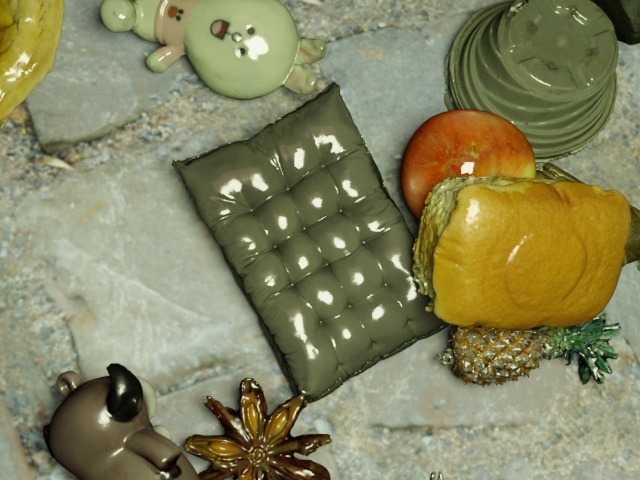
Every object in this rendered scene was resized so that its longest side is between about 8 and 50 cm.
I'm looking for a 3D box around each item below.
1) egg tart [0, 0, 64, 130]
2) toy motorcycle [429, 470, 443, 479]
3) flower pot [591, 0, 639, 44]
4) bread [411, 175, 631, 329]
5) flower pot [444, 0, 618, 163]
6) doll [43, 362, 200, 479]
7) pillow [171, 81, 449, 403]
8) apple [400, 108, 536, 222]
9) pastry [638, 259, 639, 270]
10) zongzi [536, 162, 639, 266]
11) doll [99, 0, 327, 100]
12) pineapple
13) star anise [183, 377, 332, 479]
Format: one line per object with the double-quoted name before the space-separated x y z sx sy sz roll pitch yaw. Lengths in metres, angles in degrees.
"egg tart" -0.493 -0.263 1.077 0.387 0.169 0.388 2 79 -9
"toy motorcycle" 0.052 0.439 0.990 0.207 0.134 0.401 17 77 -2
"flower pot" 0.422 -0.394 1.150 0.251 0.379 0.379 -40 84 7
"bread" 0.223 0.009 1.027 0.245 0.121 0.174 4 116 -22
"flower pot" 0.282 -0.225 1.164 0.235 0.140 0.236 1 75 -5
"doll" -0.204 0.248 0.999 0.117 0.182 0.257 -16 69 -52
"pillow" 0.000 0.000 1.105 0.228 0.101 0.326 -28 80 -9
"apple" 0.175 -0.080 1.115 0.163 0.139 0.164 -10 121 -18
"pastry" 0.478 0.038 1.166 0.140 0.056 0.080 -11 67 -6
"zongzi" 0.353 -0.042 1.148 0.176 0.078 0.160 -23 82 5
"doll" -0.127 -0.262 1.147 0.274 0.113 0.155 21 93 -7
"pineapple" 0.246 0.133 1.107 0.221 0.083 0.103 -5 90 -7
"star anise" -0.088 0.267 1.046 0.177 0.073 0.234 36 87 7
